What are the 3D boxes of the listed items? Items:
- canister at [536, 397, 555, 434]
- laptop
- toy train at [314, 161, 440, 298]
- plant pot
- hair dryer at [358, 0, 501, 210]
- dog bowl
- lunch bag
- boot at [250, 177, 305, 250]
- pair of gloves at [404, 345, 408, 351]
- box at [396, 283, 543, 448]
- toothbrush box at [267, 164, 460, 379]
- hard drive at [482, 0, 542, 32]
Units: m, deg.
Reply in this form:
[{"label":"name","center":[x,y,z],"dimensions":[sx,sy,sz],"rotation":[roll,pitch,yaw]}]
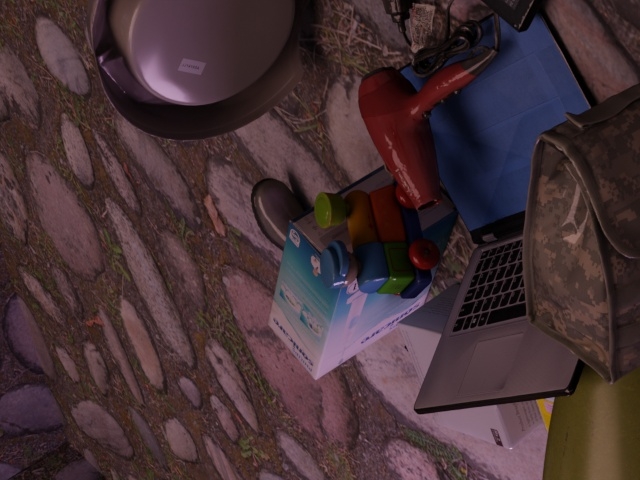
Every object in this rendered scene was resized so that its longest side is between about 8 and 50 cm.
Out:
[{"label":"canister","center":[0.336,0.199,2.017],"dimensions":[0.126,0.073,0.170],"rotation":[16,133,54]},{"label":"laptop","center":[0.187,-0.025,1.862],"dimensions":[0.236,0.408,0.382],"rotation":[29,161,-16]},{"label":"toy train","center":[0.055,-0.046,1.960],"dimensions":[0.105,0.143,0.248],"rotation":[131,133,-56]},{"label":"plant pot","center":[0.382,0.240,1.792],"dimensions":[0.275,0.275,0.293],"rotation":[20,127,52]},{"label":"hair dryer","center":[0.124,-0.179,1.873],"dimensions":[0.223,0.080,0.293],"rotation":[31,126,54]},{"label":"dog bowl","center":[-0.161,-0.308,2.058],"dimensions":[0.102,0.349,0.349],"rotation":[53,157,42]},{"label":"lunch bag","center":[0.340,-0.037,1.558],"dimensions":[0.169,0.235,0.287],"rotation":[38,148,45]},{"label":"boot","center":[0.000,0.000,2.411],"dimensions":[0.161,0.083,0.246],"rotation":[-5,120,54]},{"label":"pair of gloves","center":[0.160,0.171,2.371],"dimensions":[0.074,0.010,0.083],"rotation":[39,151,32]},{"label":"box","center":[0.228,0.175,2.127],"dimensions":[0.182,0.119,0.181],"rotation":[11,127,57]},{"label":"toothbrush box","center":[0.057,0.042,2.177],"dimensions":[0.126,0.216,0.295],"rotation":[48,154,22]},{"label":"hard drive","center":[0.203,-0.315,1.714],"dimensions":[0.135,0.022,0.094],"rotation":[46,133,24]}]
